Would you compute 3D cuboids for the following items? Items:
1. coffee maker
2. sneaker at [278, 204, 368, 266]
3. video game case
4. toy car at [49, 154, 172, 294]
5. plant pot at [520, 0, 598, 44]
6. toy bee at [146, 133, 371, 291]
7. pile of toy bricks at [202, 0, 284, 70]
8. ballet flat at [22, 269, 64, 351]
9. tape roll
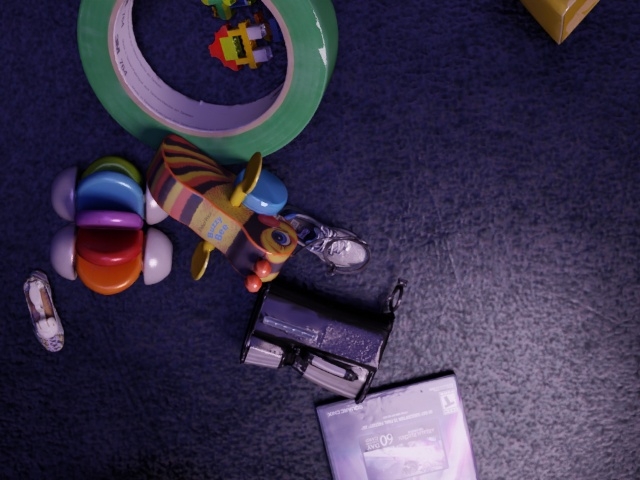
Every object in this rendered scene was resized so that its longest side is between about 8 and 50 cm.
[{"bbox_3d":[-0.002,0.109,1.925,0.178,0.120,0.171,21,71,-5],"label":"coffee maker"},{"bbox_3d":[0.000,0.000,1.930,0.135,0.058,0.052,24,95,-5],"label":"sneaker"},{"bbox_3d":[0.119,0.333,1.986,0.196,0.026,0.274,-13,95,0],"label":"video game case"},{"bbox_3d":[-0.272,-0.018,1.880,0.159,0.136,0.182,2,96,-2],"label":"toy car"},{"bbox_3d":[0.304,-0.402,1.834,0.187,0.212,0.212,42,94,8],"label":"plant pot"},{"bbox_3d":[-0.088,-0.020,1.810,0.298,0.162,0.195,12,123,7],"label":"toy bee"},{"bbox_3d":[-0.120,-0.334,1.881,0.105,0.118,0.212,-3,115,26],"label":"pile of toy bricks"},{"bbox_3d":[-0.372,0.096,1.938,0.041,0.041,0.114,-15,97,0],"label":"ballet flat"},{"bbox_3d":[-0.140,-0.250,1.816,0.321,0.077,0.321,6,123,10],"label":"tape roll"}]
